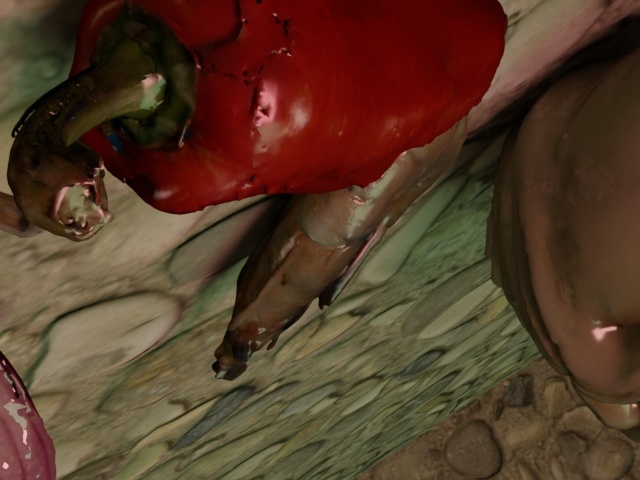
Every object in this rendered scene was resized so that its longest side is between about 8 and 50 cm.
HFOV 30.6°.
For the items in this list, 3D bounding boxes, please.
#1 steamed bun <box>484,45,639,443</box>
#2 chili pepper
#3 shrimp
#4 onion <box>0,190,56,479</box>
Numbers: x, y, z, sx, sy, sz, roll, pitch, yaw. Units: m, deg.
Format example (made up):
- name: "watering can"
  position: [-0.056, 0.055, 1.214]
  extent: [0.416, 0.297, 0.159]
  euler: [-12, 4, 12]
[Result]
- name: "steamed bun"
  position: [0.257, -0.024, 0.917]
  extent: [0.324, 0.220, 0.309]
  euler: [-21, 122, -51]
- name: "chili pepper"
  position: [-0.001, -0.074, 0.498]
  extent: [0.110, 0.110, 0.388]
  euler: [-44, 166, 30]
- name: "shrimp"
  position: [0.010, -0.006, 0.794]
  extent: [0.145, 0.059, 0.254]
  euler: [-30, 162, -52]
- name: "onion"
  position: [-0.200, 0.063, 0.353]
  extent: [0.200, 0.200, 0.207]
  euler: [-45, 171, 32]
